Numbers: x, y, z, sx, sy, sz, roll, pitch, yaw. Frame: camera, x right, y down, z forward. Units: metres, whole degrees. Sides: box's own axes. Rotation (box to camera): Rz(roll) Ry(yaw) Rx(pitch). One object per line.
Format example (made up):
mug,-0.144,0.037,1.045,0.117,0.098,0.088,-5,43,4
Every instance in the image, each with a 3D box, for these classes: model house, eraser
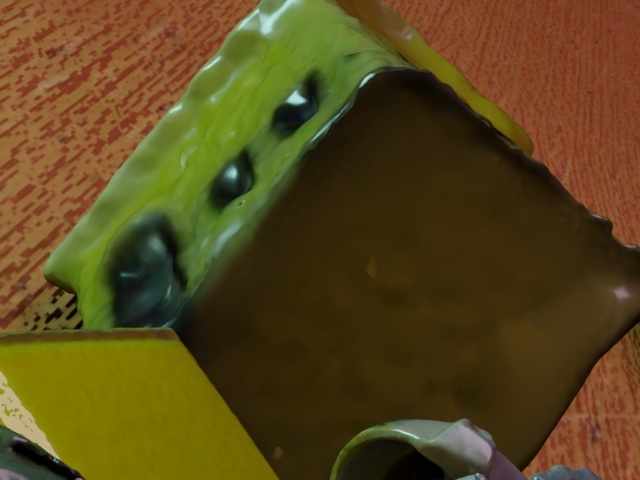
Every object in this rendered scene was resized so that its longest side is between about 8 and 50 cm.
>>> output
model house,0.000,0.000,0.838,0.175,0.193,0.234,35,11,-23
eraser,-0.051,0.128,0.611,0.226,0.069,0.158,53,24,19

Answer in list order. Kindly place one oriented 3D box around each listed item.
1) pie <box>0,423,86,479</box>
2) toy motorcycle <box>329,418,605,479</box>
pie,-0.112,0.145,0.460,0.241,0.054,0.240,12,54,-18
toy motorcycle,0.045,0.135,0.573,0.130,0.094,0.229,38,35,-10
